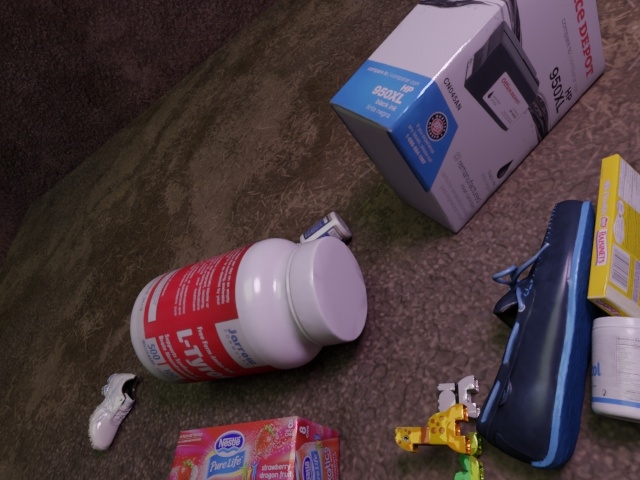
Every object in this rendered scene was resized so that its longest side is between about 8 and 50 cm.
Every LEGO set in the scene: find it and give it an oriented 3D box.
[{"bbox_3d":[0.150,0.280,0.551,0.093,0.087,0.227,-14,50,31],"label":"LEGO set"}]

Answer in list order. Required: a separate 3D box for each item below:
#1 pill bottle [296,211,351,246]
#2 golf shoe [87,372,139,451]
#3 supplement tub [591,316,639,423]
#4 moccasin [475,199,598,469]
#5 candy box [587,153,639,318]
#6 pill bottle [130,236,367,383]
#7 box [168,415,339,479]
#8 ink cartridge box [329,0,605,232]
[{"bbox_3d":[0.000,0.000,0.902,0.120,0.067,0.067,-37,43,12],"label":"pill bottle"},{"bbox_3d":[-0.476,0.392,1.007,0.085,0.069,0.176,-17,51,22],"label":"golf shoe"},{"bbox_3d":[0.347,0.146,0.489,0.071,0.071,0.107,-4,65,38],"label":"supplement tub"},{"bbox_3d":[0.272,0.096,0.552,0.116,0.137,0.342,2,60,46],"label":"moccasin"},{"bbox_3d":[0.389,0.001,0.550,0.027,0.105,0.206,-18,45,57],"label":"candy box"},{"bbox_3d":[-0.132,0.128,0.793,0.407,0.229,0.229,-18,50,30],"label":"pill bottle"},{"bbox_3d":[-0.107,0.363,0.674,0.256,0.122,0.128,-19,48,28],"label":"box"},{"bbox_3d":[0.256,-0.258,0.719,0.395,0.285,0.166,-48,43,0],"label":"ink cartridge box"}]
